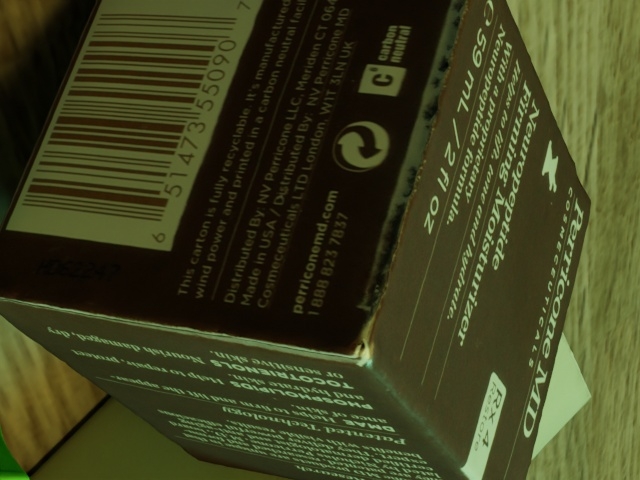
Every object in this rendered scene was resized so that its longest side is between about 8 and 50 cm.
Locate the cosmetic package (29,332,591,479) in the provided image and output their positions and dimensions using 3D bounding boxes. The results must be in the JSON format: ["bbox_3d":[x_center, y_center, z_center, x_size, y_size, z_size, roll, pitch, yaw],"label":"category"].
[{"bbox_3d":[-0.026,0.127,0.700,0.309,0.160,0.113,-46,142,-9],"label":"cosmetic package"}]

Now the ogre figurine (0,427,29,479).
[{"bbox_3d":[-0.178,0.066,0.523,0.097,0.118,0.197,24,101,-52],"label":"ogre figurine"}]

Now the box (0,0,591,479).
[{"bbox_3d":[0.000,0.000,0.564,0.203,0.167,0.169,50,52,-55],"label":"box"}]
